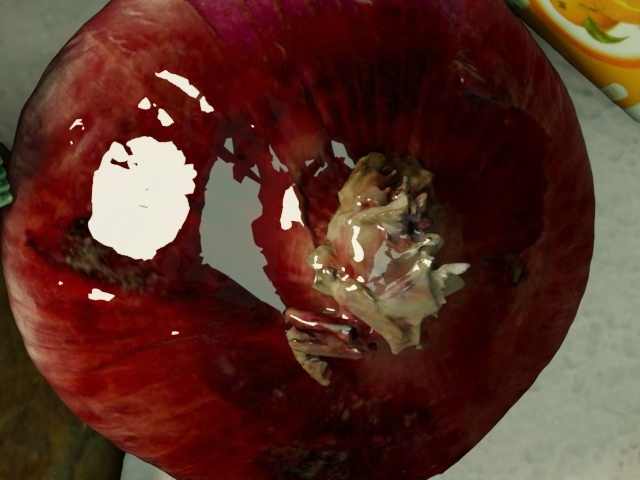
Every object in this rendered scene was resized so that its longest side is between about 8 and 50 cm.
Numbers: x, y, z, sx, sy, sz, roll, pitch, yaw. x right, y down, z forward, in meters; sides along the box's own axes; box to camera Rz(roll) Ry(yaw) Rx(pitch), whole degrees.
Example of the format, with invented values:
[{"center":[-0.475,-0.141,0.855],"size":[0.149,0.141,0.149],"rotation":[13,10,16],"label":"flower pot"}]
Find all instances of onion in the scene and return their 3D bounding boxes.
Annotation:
[{"center":[0.000,0.000,0.960],"size":[0.348,0.285,0.347],"rotation":[-3,101,-14],"label":"onion"}]

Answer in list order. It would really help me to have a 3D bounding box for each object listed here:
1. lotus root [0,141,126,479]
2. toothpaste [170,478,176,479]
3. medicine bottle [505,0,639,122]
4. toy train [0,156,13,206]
[{"center":[-0.229,0.102,1.039],"size":[0.210,0.142,0.314],"rotation":[-18,99,0],"label":"lotus root"},{"center":[-0.144,0.219,1.059],"size":[0.194,0.043,0.067],"rotation":[-37,130,-29],"label":"toothpaste"},{"center":[0.163,-0.192,1.002],"size":[0.318,0.158,0.158],"rotation":[40,95,-6],"label":"medicine bottle"},{"center":[-0.326,-0.079,0.927],"size":[0.330,0.178,0.138],"rotation":[25,140,30],"label":"toy train"}]
